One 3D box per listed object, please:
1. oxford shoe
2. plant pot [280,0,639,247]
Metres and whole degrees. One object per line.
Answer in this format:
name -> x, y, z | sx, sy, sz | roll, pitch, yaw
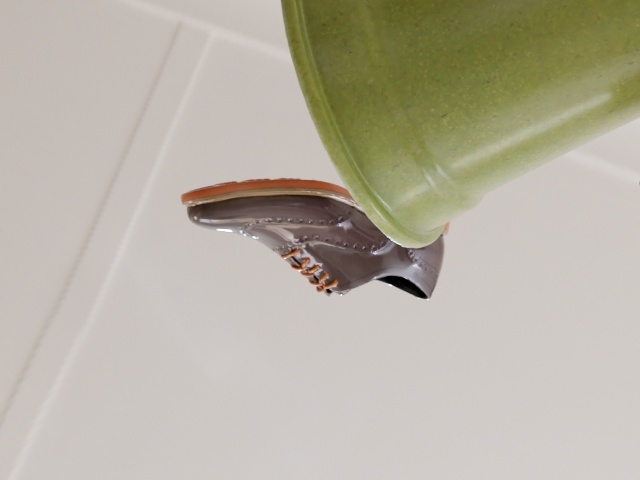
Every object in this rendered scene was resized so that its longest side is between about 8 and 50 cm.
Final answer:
oxford shoe -> 0.000, 0.000, 1.261 | 0.271, 0.097, 0.098 | 8, -97, -23
plant pot -> 0.147, -0.160, 1.043 | 0.254, 0.276, 0.276 | -18, -108, 23
